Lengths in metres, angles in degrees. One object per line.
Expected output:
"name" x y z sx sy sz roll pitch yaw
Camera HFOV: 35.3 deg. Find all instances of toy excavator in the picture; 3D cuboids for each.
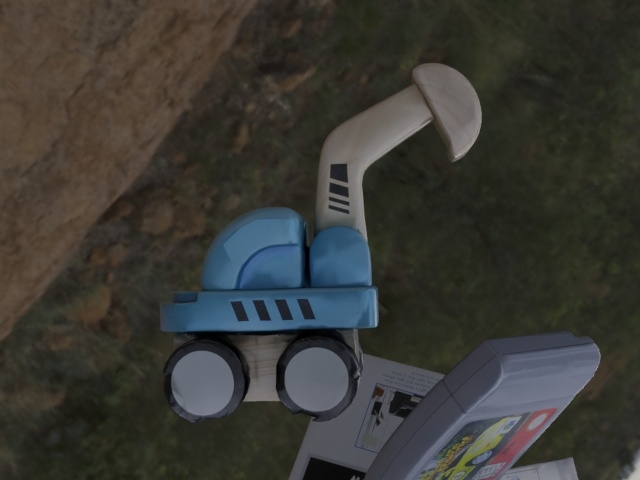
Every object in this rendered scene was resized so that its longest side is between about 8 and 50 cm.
"toy excavator" 0.000 0.000 1.326 0.222 0.433 0.445 2 86 -86

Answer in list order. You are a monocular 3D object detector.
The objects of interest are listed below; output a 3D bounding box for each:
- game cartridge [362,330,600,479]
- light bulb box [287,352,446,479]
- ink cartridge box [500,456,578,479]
"game cartridge" 0.161 0.217 1.109 0.196 0.060 0.294 2 133 -37
"light bulb box" 0.095 0.435 1.714 0.358 0.225 0.361 74 33 -56
"ink cartridge box" 0.254 0.464 1.375 0.261 0.296 0.066 -5 161 -17
